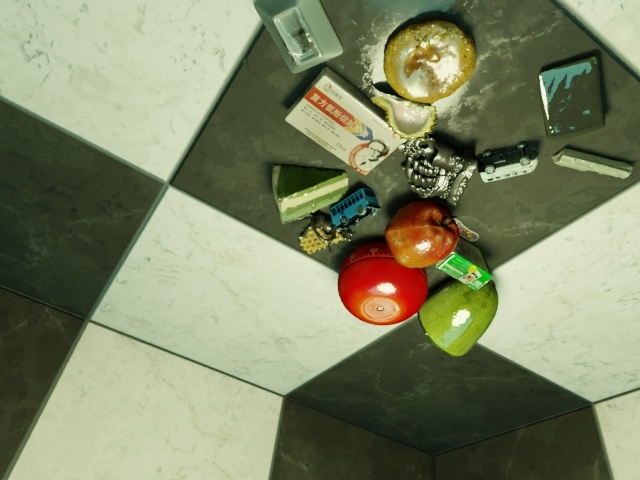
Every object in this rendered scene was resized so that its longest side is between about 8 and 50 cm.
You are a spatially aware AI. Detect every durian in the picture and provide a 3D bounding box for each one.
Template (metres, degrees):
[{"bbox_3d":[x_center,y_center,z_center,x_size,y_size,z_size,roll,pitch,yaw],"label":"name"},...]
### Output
[{"bbox_3d":[0.258,-0.402,1.557,0.225,0.078,0.140,28,109,-5],"label":"durian"}]

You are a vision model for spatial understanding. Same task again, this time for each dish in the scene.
[{"bbox_3d":[-0.065,-0.595,1.405,0.182,0.080,0.243,-15,134,24],"label":"dish"}]

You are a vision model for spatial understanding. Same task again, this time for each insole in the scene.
[{"bbox_3d":[0.553,-0.047,1.955,0.197,0.004,0.065,30,134,-21],"label":"insole"}]

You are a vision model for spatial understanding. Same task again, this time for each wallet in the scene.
[{"bbox_3d":[0.757,-0.424,1.477,0.169,0.052,0.245,-12,129,22],"label":"wallet"}]

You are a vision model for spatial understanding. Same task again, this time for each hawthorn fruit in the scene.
[{"bbox_3d":[0.389,-0.035,1.796,0.254,0.253,0.300,24,155,-16],"label":"hawthorn fruit"}]

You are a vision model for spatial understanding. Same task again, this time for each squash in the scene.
[{"bbox_3d":[0.631,0.298,2.107,0.311,0.310,0.309,26,133,-18],"label":"squash"}]

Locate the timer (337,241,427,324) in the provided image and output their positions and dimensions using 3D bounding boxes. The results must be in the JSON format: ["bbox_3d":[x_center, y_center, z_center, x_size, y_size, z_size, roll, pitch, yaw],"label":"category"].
[{"bbox_3d":[0.259,0.188,2.064,0.379,0.279,0.377,5,135,5],"label":"timer"}]

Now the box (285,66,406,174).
[{"bbox_3d":[0.087,-0.384,1.624,0.354,0.069,0.214,30,134,-24],"label":"box"}]

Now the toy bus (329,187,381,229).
[{"bbox_3d":[0.127,-0.119,1.872,0.185,0.106,0.090,-30,160,35],"label":"toy bus"}]

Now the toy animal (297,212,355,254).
[{"bbox_3d":[0.018,-0.043,1.963,0.233,0.148,0.084,26,148,-1],"label":"toy animal"}]

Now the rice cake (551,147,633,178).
[{"bbox_3d":[0.906,-0.253,1.635,0.257,0.052,0.057,13,167,-4],"label":"rice cake"}]

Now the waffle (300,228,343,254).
[{"bbox_3d":[0.000,0.000,2.071,0.161,0.046,0.192,20,138,-11],"label":"waffle"}]

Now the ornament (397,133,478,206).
[{"bbox_3d":[0.384,-0.251,1.702,0.261,0.106,0.251,14,136,3],"label":"ornament"}]

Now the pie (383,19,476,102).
[{"bbox_3d":[0.318,-0.519,1.431,0.274,0.069,0.273,3,134,3],"label":"pie"}]

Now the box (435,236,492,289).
[{"bbox_3d":[0.557,0.072,1.959,0.250,0.180,0.103,28,124,-22],"label":"box"}]

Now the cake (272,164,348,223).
[{"bbox_3d":[-0.053,-0.211,1.847,0.284,0.172,0.157,-22,147,-15],"label":"cake"}]

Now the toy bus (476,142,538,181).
[{"bbox_3d":[0.632,-0.259,1.652,0.194,0.087,0.089,-12,141,21],"label":"toy bus"}]
